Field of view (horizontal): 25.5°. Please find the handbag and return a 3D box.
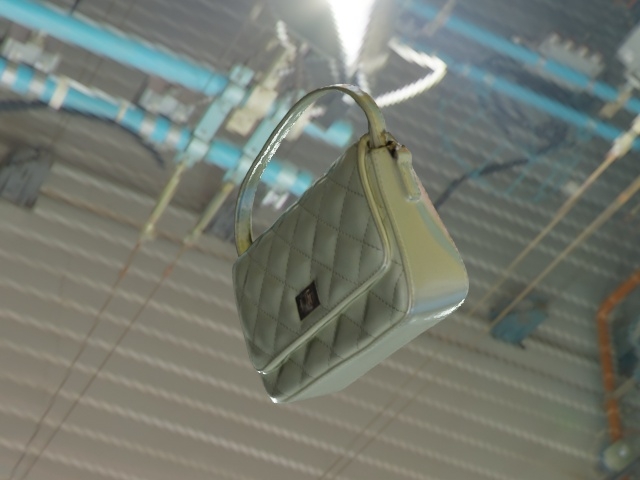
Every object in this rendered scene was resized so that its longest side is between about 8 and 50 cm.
[{"bbox_3d":[0.000,0.000,1.154,0.079,0.256,0.219,-9,-111,-36],"label":"handbag"}]
